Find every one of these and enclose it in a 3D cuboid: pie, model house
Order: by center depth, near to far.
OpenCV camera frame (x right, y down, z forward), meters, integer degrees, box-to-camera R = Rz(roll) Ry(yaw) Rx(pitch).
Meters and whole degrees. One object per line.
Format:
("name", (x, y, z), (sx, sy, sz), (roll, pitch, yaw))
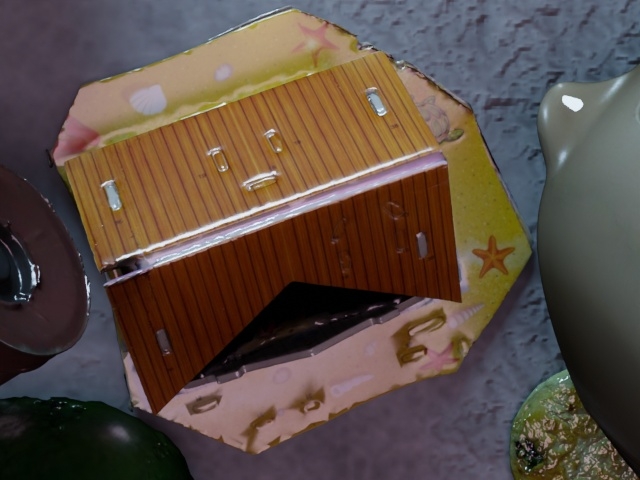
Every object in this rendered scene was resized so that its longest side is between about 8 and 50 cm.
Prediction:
("model house", (0.000, 0.000, 0.708), (0.219, 0.136, 0.207), (-18, 100, -5))
("pie", (0.138, 0.103, 0.806), (0.085, 0.017, 0.085), (-1, 99, -7))

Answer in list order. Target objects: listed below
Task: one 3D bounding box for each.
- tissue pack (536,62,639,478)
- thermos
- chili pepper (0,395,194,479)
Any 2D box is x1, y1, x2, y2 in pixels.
("tissue pack", (0.290, -0.021, 0.681), (0.387, 0.267, 0.277), (-38, 106, 0))
("thermos", (-0.216, 0.054, 0.688), (0.232, 0.099, 0.124), (-30, 63, 27))
("chili pepper", (-0.096, 0.193, 0.731), (0.148, 0.116, 0.265), (-25, 100, 11))
